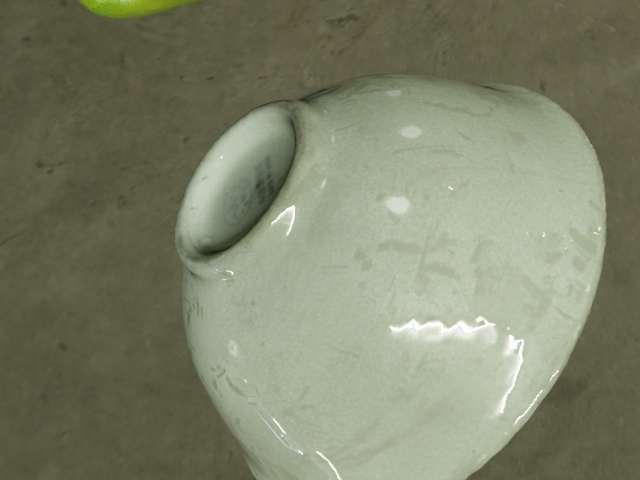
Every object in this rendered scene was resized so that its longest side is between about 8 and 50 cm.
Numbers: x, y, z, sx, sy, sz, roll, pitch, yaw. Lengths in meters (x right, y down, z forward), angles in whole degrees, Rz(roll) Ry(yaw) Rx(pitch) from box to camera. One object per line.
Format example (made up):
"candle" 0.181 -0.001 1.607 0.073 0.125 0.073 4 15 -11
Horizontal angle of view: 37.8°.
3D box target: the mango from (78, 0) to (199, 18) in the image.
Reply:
"mango" -0.147 -0.321 0.961 0.273 0.185 0.149 -30 125 -23

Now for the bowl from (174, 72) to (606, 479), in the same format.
"bowl" 0.000 0.000 0.574 0.146 0.313 0.313 32 112 -33
